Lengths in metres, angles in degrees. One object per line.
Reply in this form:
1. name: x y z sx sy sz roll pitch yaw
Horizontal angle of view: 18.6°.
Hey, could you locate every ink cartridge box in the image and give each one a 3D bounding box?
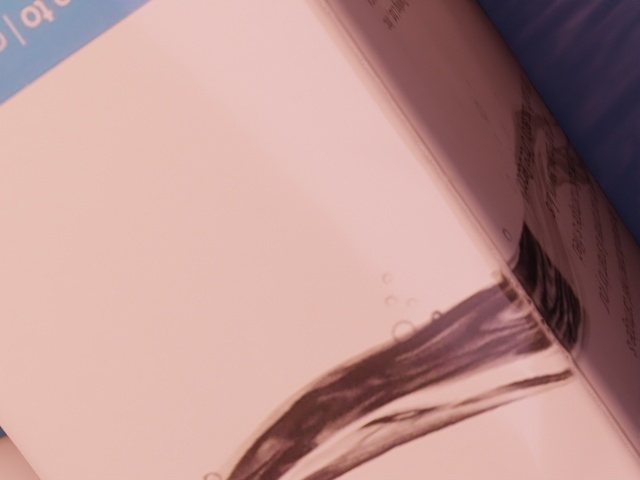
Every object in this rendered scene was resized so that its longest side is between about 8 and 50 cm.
1. ink cartridge box: 0.000 0.000 0.685 0.166 0.285 0.395 -33 100 14

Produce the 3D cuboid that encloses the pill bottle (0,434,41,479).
1. pill bottle: -0.142 0.203 0.808 0.323 0.181 0.181 -39 99 14
